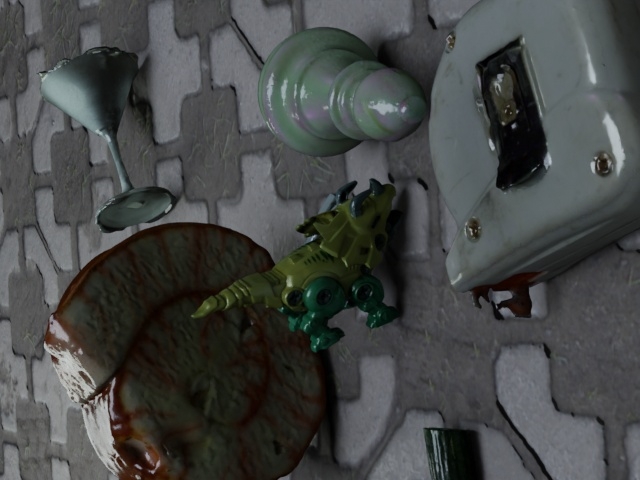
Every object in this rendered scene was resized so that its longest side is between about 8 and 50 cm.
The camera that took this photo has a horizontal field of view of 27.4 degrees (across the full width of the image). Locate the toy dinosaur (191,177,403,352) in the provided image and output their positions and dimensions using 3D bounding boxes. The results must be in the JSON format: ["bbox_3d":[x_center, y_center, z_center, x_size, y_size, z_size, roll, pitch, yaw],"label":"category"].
[{"bbox_3d":[-0.014,0.046,1.381,0.094,0.259,0.153,32,147,53],"label":"toy dinosaur"}]

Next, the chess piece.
[{"bbox_3d":[0.040,-0.139,1.309,0.271,0.139,0.139,-153,64,-66],"label":"chess piece"}]

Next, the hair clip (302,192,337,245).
[{"bbox_3d":[-0.001,-0.001,1.530,0.030,0.039,0.115,44,117,34],"label":"hair clip"}]

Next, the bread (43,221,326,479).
[{"bbox_3d":[-0.143,0.140,1.506,0.328,0.295,0.114,58,145,-3],"label":"bread"}]

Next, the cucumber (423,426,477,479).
[{"bbox_3d":[0.135,0.239,1.332,0.048,0.048,0.105,-15,83,56],"label":"cucumber"}]

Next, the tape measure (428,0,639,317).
[{"bbox_3d":[0.197,-0.093,1.134,0.258,0.130,0.265,-37,63,54],"label":"tape measure"}]

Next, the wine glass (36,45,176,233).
[{"bbox_3d":[-0.295,-0.138,1.851,0.156,0.156,0.232,-45,59,48],"label":"wine glass"}]
